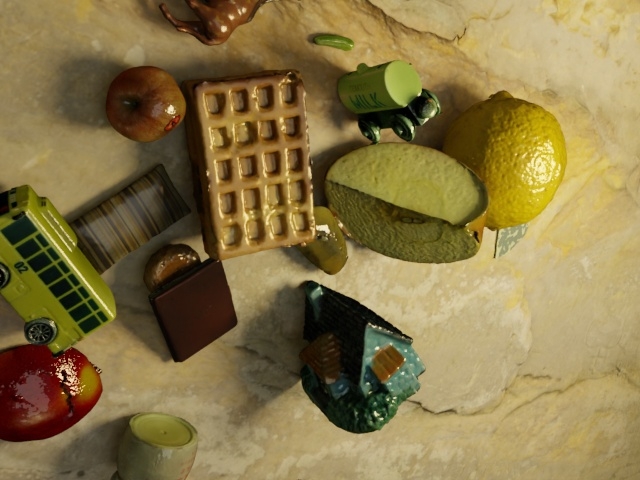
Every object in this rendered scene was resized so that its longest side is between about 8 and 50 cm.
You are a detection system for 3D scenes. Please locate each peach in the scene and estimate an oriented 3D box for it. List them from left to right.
[{"bbox_3d":[-0.518,0.276,1.184,0.279,0.068,0.189,-8,109,-30],"label":"peach"}]

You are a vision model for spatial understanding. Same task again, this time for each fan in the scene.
[{"bbox_3d":[0.508,-0.062,1.760,0.131,0.009,0.240,11,101,-36],"label":"fan"}]

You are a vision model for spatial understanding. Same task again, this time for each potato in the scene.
[{"bbox_3d":[0.000,0.000,1.409,0.105,0.085,0.188,-39,129,-9],"label":"potato"}]

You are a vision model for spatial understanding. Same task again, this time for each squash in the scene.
[{"bbox_3d":[0.027,-0.388,1.320,0.089,0.027,0.027,3,106,-30],"label":"squash"}]

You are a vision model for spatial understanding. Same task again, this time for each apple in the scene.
[{"bbox_3d":[-0.290,-0.226,1.121,0.102,0.126,0.126,-30,134,-72],"label":"apple"},{"bbox_3d":[0.175,-0.075,1.412,0.346,0.179,0.254,17,100,1],"label":"apple"}]

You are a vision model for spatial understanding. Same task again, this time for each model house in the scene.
[{"bbox_3d":[0.051,0.221,1.409,0.226,0.261,0.241,-38,124,-17],"label":"model house"}]

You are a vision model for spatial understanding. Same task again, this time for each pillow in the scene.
[{"bbox_3d":[-0.338,-0.038,1.203,0.203,0.038,0.113,-36,121,-18],"label":"pillow"}]

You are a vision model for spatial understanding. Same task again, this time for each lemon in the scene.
[{"bbox_3d":[0.404,-0.167,1.498,0.268,0.268,0.321,-20,111,-26],"label":"lemon"}]

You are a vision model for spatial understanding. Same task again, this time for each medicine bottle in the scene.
[{"bbox_3d":[-0.322,0.428,1.314,0.147,0.147,0.143,11,102,-35],"label":"medicine bottle"}]

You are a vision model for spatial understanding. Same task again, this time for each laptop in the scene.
[{"bbox_3d":[-0.239,0.134,1.298,0.154,0.026,0.207,-34,142,-24],"label":"laptop"}]

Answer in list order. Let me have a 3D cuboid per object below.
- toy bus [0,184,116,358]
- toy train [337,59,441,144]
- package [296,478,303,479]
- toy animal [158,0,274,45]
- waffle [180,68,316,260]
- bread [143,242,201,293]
[{"bbox_3d":[-0.455,0.042,1.091,0.150,0.128,0.262,-32,121,-7],"label":"toy bus"},{"bbox_3d":[0.120,-0.274,1.295,0.105,0.253,0.157,-43,110,-12],"label":"toy train"},{"bbox_3d":[-0.077,0.696,1.601,0.288,0.108,0.223,-50,132,1],"label":"package"},{"bbox_3d":[-0.144,-0.425,1.178,0.230,0.066,0.224,26,73,-27],"label":"toy animal"},{"bbox_3d":[-0.126,-0.138,1.234,0.224,0.098,0.327,-11,107,-20],"label":"waffle"},{"bbox_3d":[-0.279,0.047,1.258,0.113,0.060,0.082,-27,120,-25],"label":"bread"}]
